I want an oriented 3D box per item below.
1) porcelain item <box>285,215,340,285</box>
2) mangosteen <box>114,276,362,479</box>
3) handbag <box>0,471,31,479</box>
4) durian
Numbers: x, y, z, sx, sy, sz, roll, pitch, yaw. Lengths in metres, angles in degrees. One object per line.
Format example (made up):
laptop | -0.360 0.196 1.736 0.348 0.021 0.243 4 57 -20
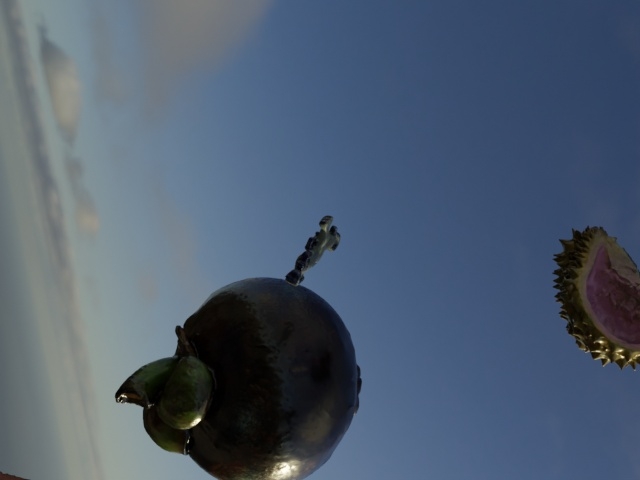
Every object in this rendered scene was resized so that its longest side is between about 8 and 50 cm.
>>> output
porcelain item | 0.000 0.000 1.263 0.136 0.021 0.075 -44 159 -58
mangosteen | -0.117 0.198 1.464 0.306 0.360 0.305 -169 -90 -73
handbag | -0.332 0.270 0.870 0.059 0.213 0.157 63 38 -57
durian | 0.376 0.087 1.317 0.182 0.132 0.165 49 3 -16
